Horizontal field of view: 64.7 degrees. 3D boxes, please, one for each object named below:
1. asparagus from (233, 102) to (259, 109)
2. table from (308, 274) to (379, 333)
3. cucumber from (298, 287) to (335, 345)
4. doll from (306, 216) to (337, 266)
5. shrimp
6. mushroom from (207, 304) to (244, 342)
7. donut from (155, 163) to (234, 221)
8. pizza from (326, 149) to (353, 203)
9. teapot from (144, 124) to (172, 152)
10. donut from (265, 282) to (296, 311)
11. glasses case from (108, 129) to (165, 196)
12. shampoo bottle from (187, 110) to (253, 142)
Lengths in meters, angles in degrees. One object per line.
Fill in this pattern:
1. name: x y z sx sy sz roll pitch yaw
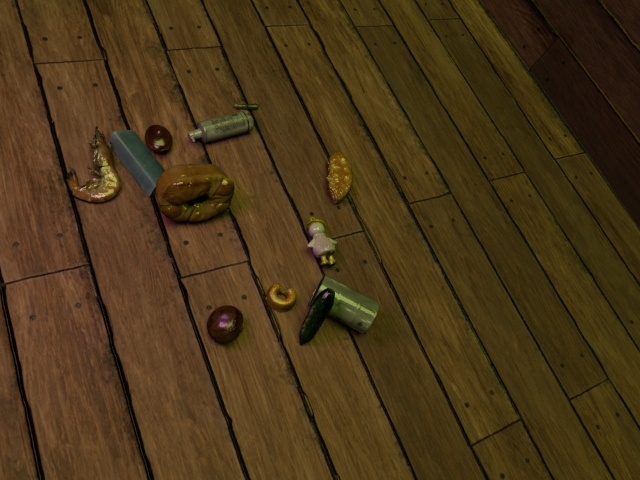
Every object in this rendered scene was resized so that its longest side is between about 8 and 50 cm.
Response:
1. asparagus: -0.311 -0.562 2.114 0.108 0.021 0.025 -4 60 -22
2. table: 0.083 0.223 1.770 0.220 0.126 0.126 29 57 -4
3. cucumber: -0.016 0.257 1.689 0.069 0.227 0.069 25 17 -8
4. doll: 0.000 0.000 1.889 0.129 0.081 0.207 -6 63 -31
5. shrimp: -0.798 -0.262 1.753 0.169 0.058 0.296 -12 71 -23
6. mushroom: -0.309 0.271 1.635 0.127 0.087 0.127 -2 55 3
7. donut: -0.436 -0.163 1.743 0.261 0.208 0.128 -3 50 -37
8. pizza: 0.074 -0.260 2.071 0.127 0.058 0.246 1 64 -21
9. teapot: -0.597 -0.378 1.872 0.098 0.078 0.129 -13 68 -26
10. donut: -0.134 0.196 1.756 0.108 0.043 0.097 15 58 -7
11. glasses case: -0.647 -0.288 1.819 0.105 0.056 0.266 -34 78 -31
12. shampoo bottle: -0.393 -0.441 1.980 0.262 0.085 0.085 -23 72 -28
